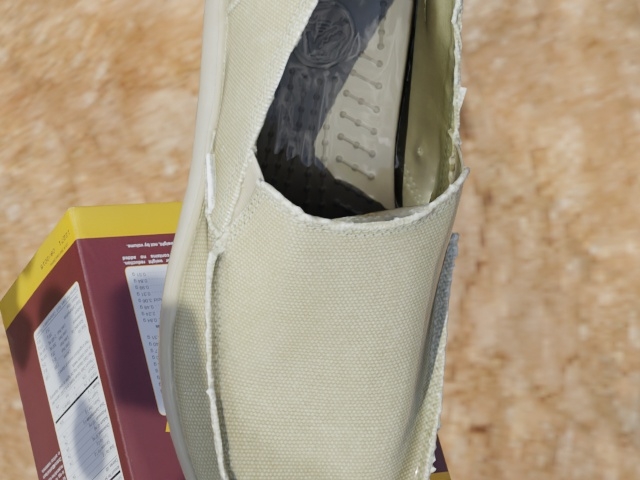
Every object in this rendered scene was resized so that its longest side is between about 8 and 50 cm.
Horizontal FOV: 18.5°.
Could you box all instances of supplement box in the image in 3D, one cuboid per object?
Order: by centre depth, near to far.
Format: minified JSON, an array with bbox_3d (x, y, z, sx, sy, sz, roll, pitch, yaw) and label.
[{"bbox_3d":[-0.055,0.091,1.107,0.191,0.129,0.194,-3,67,-29],"label":"supplement box"}]

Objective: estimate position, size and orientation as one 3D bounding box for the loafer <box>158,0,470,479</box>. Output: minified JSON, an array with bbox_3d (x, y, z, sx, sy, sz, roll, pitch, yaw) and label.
[{"bbox_3d":[0.000,0.000,0.698,0.102,0.092,0.268,-4,99,-18],"label":"loafer"}]
